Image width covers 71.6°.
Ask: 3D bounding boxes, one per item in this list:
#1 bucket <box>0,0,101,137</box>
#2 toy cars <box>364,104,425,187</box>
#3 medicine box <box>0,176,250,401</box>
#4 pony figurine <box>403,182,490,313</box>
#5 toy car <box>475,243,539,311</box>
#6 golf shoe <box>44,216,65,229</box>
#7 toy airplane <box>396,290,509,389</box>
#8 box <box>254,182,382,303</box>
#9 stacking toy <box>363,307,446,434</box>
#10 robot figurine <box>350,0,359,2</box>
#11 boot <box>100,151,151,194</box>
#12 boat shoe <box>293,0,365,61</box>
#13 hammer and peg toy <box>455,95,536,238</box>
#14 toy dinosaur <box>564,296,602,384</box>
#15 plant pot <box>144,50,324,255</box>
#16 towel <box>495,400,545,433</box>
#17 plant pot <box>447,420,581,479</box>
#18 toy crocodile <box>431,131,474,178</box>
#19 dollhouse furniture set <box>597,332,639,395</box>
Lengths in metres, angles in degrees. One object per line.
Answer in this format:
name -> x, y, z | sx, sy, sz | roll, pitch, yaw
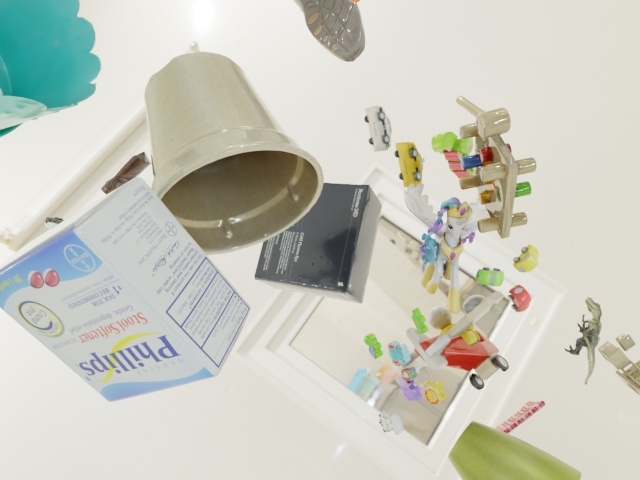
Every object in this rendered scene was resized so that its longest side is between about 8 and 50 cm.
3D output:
bucket -> -0.475, -0.280, 0.606 | 0.183, 0.281, 0.281 | -14, 7, 20
toy cars -> 0.311, -0.391, 1.811 | 0.087, 0.393, 0.176 | -25, -21, -29
medicine box -> -0.310, 0.092, 0.700 | 0.264, 0.289, 0.149 | -22, 26, 28
pony figurine -> 0.405, -0.012, 1.398 | 0.351, 0.303, 0.363 | -72, -14, -60
toy car -> 0.622, 0.129, 1.467 | 0.053, 0.225, 0.239 | -147, 62, -71
golf shoe -> -0.609, 0.013, 1.122 | 0.093, 0.198, 0.077 | -60, 20, -4
toy airplane -> 0.423, 0.336, 1.503 | 0.386, 0.272, 0.384 | -18, -45, -1
box -> 0.000, 0.000, 1.415 | 0.179, 0.313, 0.343 | 39, -118, -62
stacking toy -> 0.176, 0.275, 0.942 | 0.167, 0.221, 0.052 | -17, 2, -38
robot figurine -> 0.013, -0.507, 0.754 | 0.158, 0.219, 0.128 | -48, -13, 23
boot -> -0.393, -0.136, 0.939 | 0.114, 0.037, 0.106 | -45, -3, 4
boat shoe -> 0.022, -0.584, 1.125 | 0.132, 0.355, 0.130 | -34, -22, 20
hammer and peg toy -> 0.447, -0.215, 1.142 | 0.361, 0.127, 0.266 | 72, -170, -45
toy dinosaur -> 0.805, 0.303, 1.342 | 0.064, 0.118, 0.268 | 3, 80, 58
plant pot -> -0.203, -0.185, 0.883 | 0.334, 0.305, 0.334 | -20, -24, -9
towel -> 0.657, 0.649, 1.556 | 0.275, 0.031, 0.199 | -37, -25, -1
plant pot -> 0.534, 0.678, 1.288 | 0.275, 0.293, 0.274 | -33, -38, -31
toy crocodile -> 0.514, -0.299, 1.640 | 0.340, 0.115, 0.105 | 35, -110, -48
dollhouse furniture set -> 0.822, 0.281, 1.088 | 0.182, 0.161, 0.101 | -42, 16, 7
